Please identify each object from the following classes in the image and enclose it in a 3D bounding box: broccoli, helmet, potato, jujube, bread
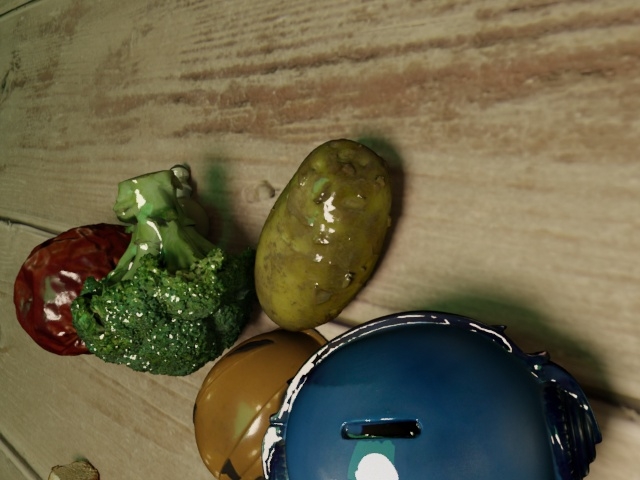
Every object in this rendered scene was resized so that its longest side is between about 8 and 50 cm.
[{"bbox_3d":[-0.194,0.043,0.741,0.270,0.270,0.270,-11,91,43],"label":"broccoli"},{"bbox_3d":[-0.080,0.216,0.712,0.198,0.130,0.224,45,116,33],"label":"helmet"},{"bbox_3d":[0.000,0.000,0.662,0.149,0.113,0.251,37,122,30],"label":"potato"},{"bbox_3d":[-0.350,0.073,0.905,0.213,0.232,0.213,0,91,44],"label":"jujube"},{"bbox_3d":[-0.486,0.483,1.116,0.076,0.083,0.070,22,106,42],"label":"bread"}]

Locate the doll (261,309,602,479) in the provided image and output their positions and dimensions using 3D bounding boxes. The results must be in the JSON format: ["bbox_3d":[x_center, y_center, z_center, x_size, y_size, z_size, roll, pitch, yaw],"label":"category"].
[{"bbox_3d":[0.092,0.216,0.484,0.284,0.240,0.310,-11,80,19],"label":"doll"}]

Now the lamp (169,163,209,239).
[{"bbox_3d":[-0.224,-0.055,0.903,0.091,0.091,0.163,-41,45,34],"label":"lamp"}]
